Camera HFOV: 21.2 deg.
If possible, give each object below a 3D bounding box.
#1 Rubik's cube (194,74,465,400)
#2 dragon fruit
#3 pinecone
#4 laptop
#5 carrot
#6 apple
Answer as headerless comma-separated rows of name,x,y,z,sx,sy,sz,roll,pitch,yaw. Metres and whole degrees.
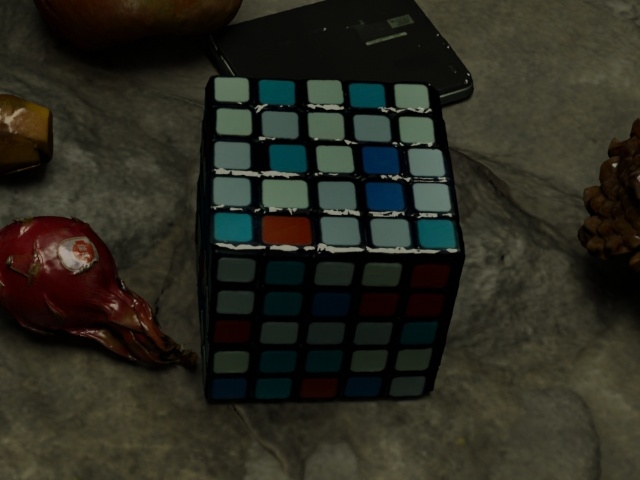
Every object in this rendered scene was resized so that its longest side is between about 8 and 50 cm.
Rubik's cube,0.000,0.000,1.301,0.187,0.182,0.184,1,49,-6
dragon fruit,-0.175,0.037,1.311,0.190,0.094,0.094,24,50,7
pinecone,0.313,-0.021,1.373,0.195,0.150,0.179,33,96,4
laptop,0.019,-0.160,1.544,0.207,0.026,0.154,-18,53,-22
carrot,-0.351,-0.095,1.410,0.260,0.070,0.070,5,49,-2
apple,-0.166,-0.251,1.521,0.195,0.160,0.173,-9,63,1
